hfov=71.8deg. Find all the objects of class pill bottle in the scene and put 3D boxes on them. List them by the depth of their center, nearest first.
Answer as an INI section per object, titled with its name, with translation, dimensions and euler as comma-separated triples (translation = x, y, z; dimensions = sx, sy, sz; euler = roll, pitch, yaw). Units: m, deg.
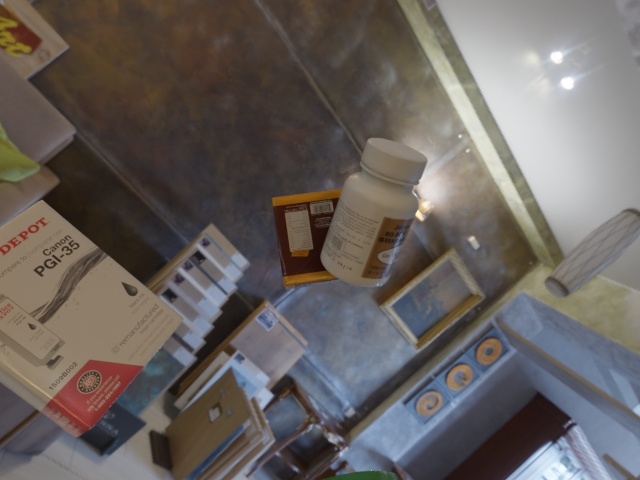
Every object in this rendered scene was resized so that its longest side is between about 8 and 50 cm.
[pill bottle]
translation = 0.092, -0.047, 0.749
dimensions = 0.131, 0.229, 0.131
euler = 14, 25, -7

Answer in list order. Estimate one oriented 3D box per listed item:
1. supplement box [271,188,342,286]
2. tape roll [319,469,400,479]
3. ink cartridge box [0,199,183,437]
[supplement box]
translation = 0.000, 0.000, 0.996
dimensions = 0.129, 0.192, 0.193
euler = 109, -27, -80
[tape roll]
translation = -0.013, 0.460, 0.670
dimensions = 0.321, 0.321, 0.077
euler = 52, 10, -47
[ink cartridge box]
translation = -0.388, 0.114, 0.653
dimensions = 0.283, 0.207, 0.117
euler = 43, -42, -11
